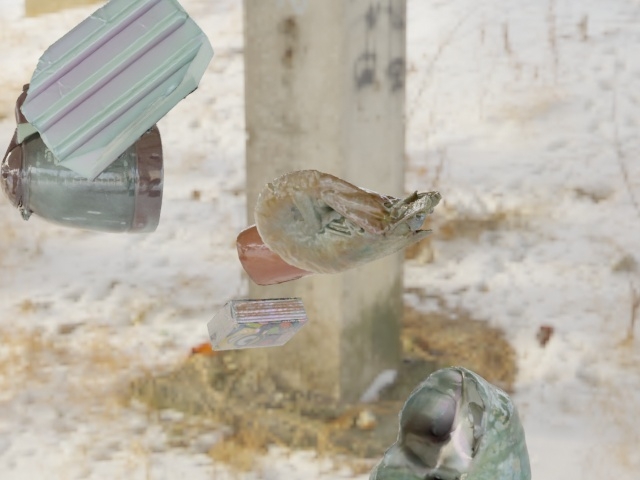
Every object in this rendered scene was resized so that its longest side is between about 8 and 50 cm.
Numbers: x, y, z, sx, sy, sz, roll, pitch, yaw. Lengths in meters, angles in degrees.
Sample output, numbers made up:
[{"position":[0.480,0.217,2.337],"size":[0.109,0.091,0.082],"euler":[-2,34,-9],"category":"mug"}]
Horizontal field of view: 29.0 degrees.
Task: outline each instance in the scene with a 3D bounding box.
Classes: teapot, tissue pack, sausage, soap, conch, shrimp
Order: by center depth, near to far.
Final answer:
[{"position":[-0.242,-0.189,1.469],"size":[0.230,0.145,0.091],"euler":[-39,-11,-4],"category":"soap"},{"position":[0.154,0.305,1.561],"size":[0.195,0.277,0.220],"euler":[-17,61,-42],"category":"conch"},{"position":[0.031,-0.036,1.654],"size":[0.317,0.168,0.077],"euler":[-20,30,44],"category":"shrimp"},{"position":[0.000,0.000,1.984],"size":[0.259,0.113,0.113],"euler":[-14,8,25],"category":"sausage"},{"position":[-0.111,0.147,2.181],"size":[0.148,0.060,0.108],"euler":[-1,-26,-32],"category":"tissue pack"},{"position":[-0.487,-0.172,2.505],"size":[0.312,0.314,0.233],"euler":[1,-6,-19],"category":"teapot"}]
